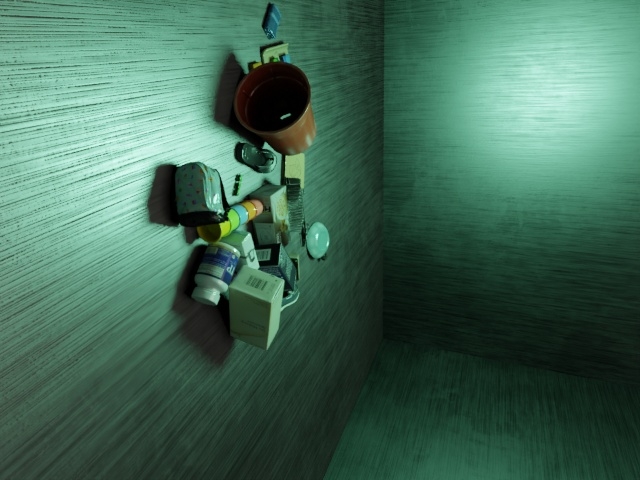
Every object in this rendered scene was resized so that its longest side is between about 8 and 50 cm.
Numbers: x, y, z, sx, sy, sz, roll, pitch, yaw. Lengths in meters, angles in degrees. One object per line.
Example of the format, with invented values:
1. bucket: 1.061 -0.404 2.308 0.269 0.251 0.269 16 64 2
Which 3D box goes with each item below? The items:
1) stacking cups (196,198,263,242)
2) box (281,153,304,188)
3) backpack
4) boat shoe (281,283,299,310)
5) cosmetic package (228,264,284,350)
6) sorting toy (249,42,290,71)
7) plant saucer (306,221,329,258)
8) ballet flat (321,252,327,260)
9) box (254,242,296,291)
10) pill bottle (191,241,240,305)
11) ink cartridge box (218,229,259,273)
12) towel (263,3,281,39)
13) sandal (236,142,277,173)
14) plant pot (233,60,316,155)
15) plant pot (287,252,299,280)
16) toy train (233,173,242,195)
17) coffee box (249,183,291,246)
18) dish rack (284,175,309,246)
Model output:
1. stacking cups: -0.291 -0.086 1.446 0.316 0.096 0.096 -41 134 -60
2. box: -0.123 -0.318 1.908 0.201 0.021 0.164 -17 112 -66
3. backpack: -0.350 -0.136 1.222 0.115 0.152 0.182 20 65 -77
4. boat shoe: -0.169 0.240 1.866 0.254 0.095 0.079 -29 134 -54
5. cosmetic package: -0.230 0.245 1.494 0.309 0.160 0.113 100 13 -45
6. sorting toy: -0.174 -0.637 1.653 0.307 0.041 0.229 -54 144 -52
7. plant saucer: 0.000 0.000 2.230 0.195 0.037 0.195 -6 98 -54
8. ballet flat: -0.004 0.042 2.306 0.057 0.049 0.173 -47 134 -37
9. box: -0.196 0.113 1.643 0.207 0.153 0.108 66 22 -52
10. pill bottle: -0.341 0.108 1.353 0.112 0.112 0.186 59 43 -57
11. ink cartridge box: -0.288 0.043 1.470 0.063 0.109 0.150 -55 145 -46
12. towel: -0.181 -0.831 1.596 0.067 0.029 0.119 45 55 -63
13. sandal: -0.227 -0.307 1.597 0.254 0.054 0.097 -9 104 -68
14. plant pot: -0.138 -0.452 1.535 0.265 0.272 0.272 49 51 -73
15. plant pot: -0.140 0.109 1.886 0.096 0.109 0.109 -64 154 -67
16. toy train: -0.295 -0.198 1.511 0.024 0.017 0.083 43 56 -77
17. coffee box: -0.197 -0.085 1.679 0.141 0.098 0.246 -47 138 -57
18. dish rack: -0.101 -0.111 1.750 0.208 0.074 0.271 108 -25 -73
